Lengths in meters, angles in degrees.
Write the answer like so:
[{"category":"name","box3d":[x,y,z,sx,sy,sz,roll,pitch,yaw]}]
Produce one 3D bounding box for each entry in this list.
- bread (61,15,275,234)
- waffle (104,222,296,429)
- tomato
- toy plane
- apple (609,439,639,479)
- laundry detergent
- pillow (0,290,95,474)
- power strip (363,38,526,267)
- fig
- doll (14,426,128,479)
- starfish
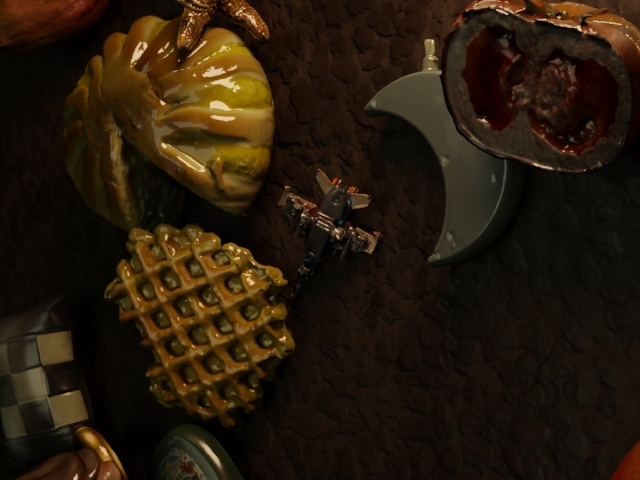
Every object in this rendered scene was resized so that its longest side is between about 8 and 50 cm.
[{"category":"bread","box3d":[-0.215,-0.154,1.556,0.333,0.160,0.333,-3,86,36]},{"category":"waffle","box3d":[-0.163,0.110,1.533,0.291,0.051,0.291,5,104,21]},{"category":"tomato","box3d":[0.246,-0.175,1.200,0.214,0.155,0.180,26,127,28]},{"category":"toy plane","box3d":[-0.004,0.004,1.452,0.135,0.062,0.188,30,112,7]},{"category":"apple","box3d":[0.385,0.288,0.997,0.277,0.319,0.319,-44,63,51]},{"category":"laundry detergent","box3d":[-0.136,0.353,1.544,0.221,0.078,0.144,47,127,25]},{"category":"pillow","box3d":[-0.414,0.213,1.740,0.186,0.106,0.249,-15,85,33]},{"category":"power strip","box3d":[0.147,-0.107,1.343,0.168,0.054,0.253,-29,73,31]},{"category":"fig","box3d":[-0.400,-0.392,1.677,0.224,0.224,0.263,43,118,30]},{"category":"doll","box3d":[-0.280,0.428,1.537,0.209,0.318,0.339,-37,102,-5]},{"category":"starfish","box3d":[-0.124,-0.306,1.474,0.074,0.146,0.189,2,66,57]}]
